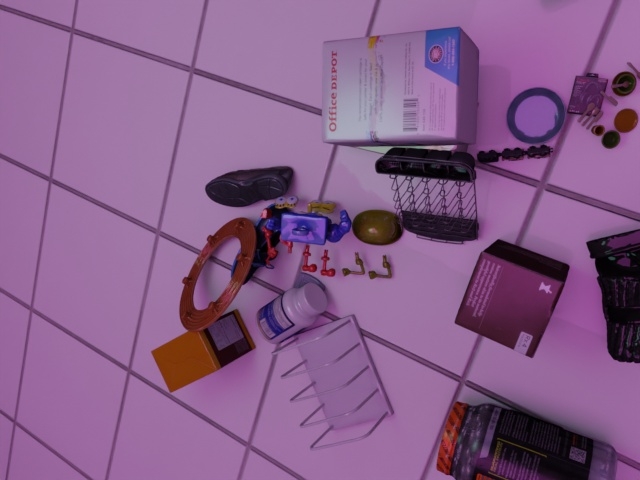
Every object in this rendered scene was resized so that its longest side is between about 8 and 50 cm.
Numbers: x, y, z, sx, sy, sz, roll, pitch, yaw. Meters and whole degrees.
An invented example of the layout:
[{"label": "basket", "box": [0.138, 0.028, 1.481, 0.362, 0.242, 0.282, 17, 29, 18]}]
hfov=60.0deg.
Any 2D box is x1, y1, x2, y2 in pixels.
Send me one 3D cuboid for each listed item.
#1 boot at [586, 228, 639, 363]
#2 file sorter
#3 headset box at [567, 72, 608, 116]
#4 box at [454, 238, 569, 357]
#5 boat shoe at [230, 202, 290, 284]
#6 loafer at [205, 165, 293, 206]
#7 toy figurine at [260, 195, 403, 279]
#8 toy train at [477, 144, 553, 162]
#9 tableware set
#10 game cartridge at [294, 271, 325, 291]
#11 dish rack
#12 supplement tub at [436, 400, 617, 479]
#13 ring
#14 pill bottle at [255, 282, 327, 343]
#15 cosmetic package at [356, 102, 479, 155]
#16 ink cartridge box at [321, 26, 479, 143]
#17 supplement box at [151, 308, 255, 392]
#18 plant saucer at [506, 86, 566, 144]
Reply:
[{"label": "boot", "box": [0.706, 0.089, 1.051, 0.347, 0.131, 0.260, -18, 83, 38]}, {"label": "file sorter", "box": [0.025, 0.366, 1.416, 0.192, 0.173, 0.278, -24, 87, 28]}, {"label": "headset box", "box": [0.546, -0.299, 1.132, 0.062, 0.032, 0.083, 15, 106, 24]}, {"label": "box", "box": [0.407, 0.112, 1.168, 0.167, 0.203, 0.169, 24, 107, 22]}, {"label": "boat shoe", "box": [-0.158, 0.024, 1.495, 0.089, 0.109, 0.258, 36, 114, 14]}, {"label": "loafer", "box": [-0.191, -0.152, 1.512, 0.267, 0.084, 0.096, -2, 128, 30]}, {"label": "toy figurine", "box": [0.000, 0.000, 1.311, 0.362, 0.217, 0.191, 9, 95, 13]}, {"label": "toy train", "box": [0.423, -0.186, 1.209, 0.158, 0.036, 0.027, -2, 75, 28]}, {"label": "tableware set", "box": [0.598, -0.264, 1.098, 0.104, 0.024, 0.154, 37, 103, -8]}, {"label": "game cartridge", "box": [-0.028, 0.123, 1.494, 0.083, 0.017, 0.056, 32, 114, 19]}, {"label": "dish rack", "box": [0.246, -0.085, 1.223, 0.208, 0.074, 0.272, 11, 139, 28]}, {"label": "supplement tub", "box": [0.439, 0.486, 1.206, 0.337, 0.207, 0.207, 15, 104, 24]}, {"label": "ring", "box": [-0.287, 0.083, 1.485, 0.336, 0.032, 0.337, -35, 37, 32]}, {"label": "pill bottle", "box": [-0.075, 0.189, 1.462, 0.186, 0.112, 0.112, -35, 82, 33]}, {"label": "cosmetic package", "box": [0.185, -0.271, 1.274, 0.309, 0.113, 0.160, 16, 104, 25]}, {"label": "ink cartridge box", "box": [0.161, -0.291, 1.109, 0.269, 0.197, 0.198, 4, 98, 26]}, {"label": "supplement box", "box": [-0.328, 0.309, 1.571, 0.191, 0.194, 0.129, -29, 85, 27]}, {"label": "plant saucer", "box": [0.461, -0.266, 1.186, 0.119, 0.021, 0.120, 5, 100, 26]}]
